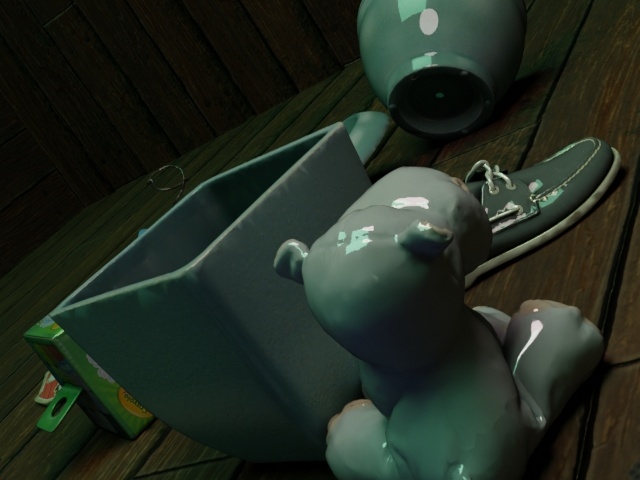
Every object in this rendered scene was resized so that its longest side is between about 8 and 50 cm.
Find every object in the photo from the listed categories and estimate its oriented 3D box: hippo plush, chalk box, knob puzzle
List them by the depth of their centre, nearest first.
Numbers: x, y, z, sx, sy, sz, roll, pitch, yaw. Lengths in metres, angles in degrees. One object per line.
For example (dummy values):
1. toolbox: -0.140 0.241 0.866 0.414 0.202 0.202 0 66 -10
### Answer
1. hippo plush: 0.055 0.081 0.696 0.234 0.237 0.294 -20 21 39
2. chalk box: -0.283 0.149 1.256 0.289 0.179 0.180 -42 17 -27
3. knob puzzle: -0.433 0.218 1.584 0.213 0.030 0.213 -34 20 14

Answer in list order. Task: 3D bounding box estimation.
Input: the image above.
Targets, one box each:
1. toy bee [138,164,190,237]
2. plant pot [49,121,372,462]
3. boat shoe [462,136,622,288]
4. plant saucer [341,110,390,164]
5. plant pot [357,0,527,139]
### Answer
1. toy bee: -0.262 0.035 1.636 0.195 0.162 0.298 15 52 12
2. plant pot: -0.052 0.078 0.884 0.247 0.252 0.248 -18 23 46
3. boat shoe: 0.192 -0.035 1.018 0.319 0.099 0.116 -33 16 0
4. plant saucer: -0.009 -0.104 1.493 0.317 0.043 0.317 -44 12 12
5. plant pot: 0.202 -0.294 1.507 0.293 0.293 0.196 -22 47 34
